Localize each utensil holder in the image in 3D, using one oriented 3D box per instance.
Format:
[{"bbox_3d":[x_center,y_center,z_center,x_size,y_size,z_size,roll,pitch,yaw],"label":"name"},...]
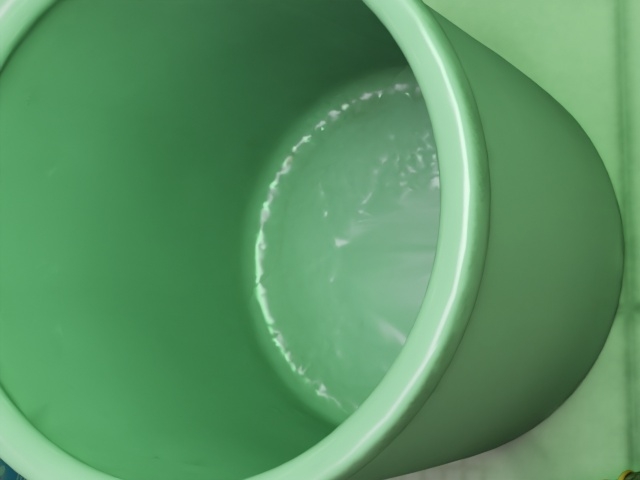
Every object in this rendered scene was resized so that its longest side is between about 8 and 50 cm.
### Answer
[{"bbox_3d":[0.000,0.000,0.924,0.328,0.385,0.327,-3,84,24],"label":"utensil holder"}]

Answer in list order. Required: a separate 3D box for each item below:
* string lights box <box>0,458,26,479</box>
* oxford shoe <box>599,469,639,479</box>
[{"bbox_3d":[-0.235,0.189,1.081,0.077,0.260,0.133,22,94,24],"label":"string lights box"},{"bbox_3d":[0.190,0.196,0.966,0.133,0.130,0.363,41,102,28],"label":"oxford shoe"}]
